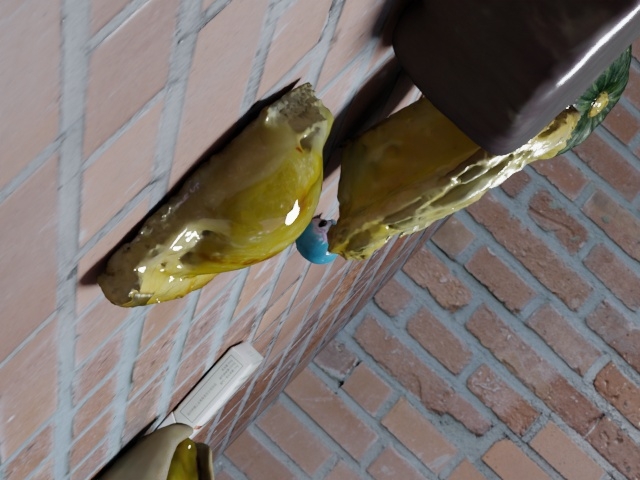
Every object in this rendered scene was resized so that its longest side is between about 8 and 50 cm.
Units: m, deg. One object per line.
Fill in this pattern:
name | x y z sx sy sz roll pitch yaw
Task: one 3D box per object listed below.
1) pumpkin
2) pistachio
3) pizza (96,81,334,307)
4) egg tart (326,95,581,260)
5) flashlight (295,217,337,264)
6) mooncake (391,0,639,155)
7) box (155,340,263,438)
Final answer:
pumpkin | 0.264 -0.194 2.184 0.212 0.152 0.211 -35 155 -19
pistachio | -0.217 0.323 2.277 0.238 0.153 0.137 -47 135 -19
pizza | -0.067 -0.009 1.377 0.188 0.080 0.204 -51 172 29
egg tart | 0.114 -0.079 1.806 0.288 0.118 0.288 -27 -178 1
flashlight | 0.000 0.000 2.083 0.051 0.051 0.129 -47 179 3
mooncake | 0.187 -0.203 1.538 0.306 0.154 0.306 -47 173 -7
box | -0.141 0.197 2.408 0.154 0.040 0.084 -47 177 9
